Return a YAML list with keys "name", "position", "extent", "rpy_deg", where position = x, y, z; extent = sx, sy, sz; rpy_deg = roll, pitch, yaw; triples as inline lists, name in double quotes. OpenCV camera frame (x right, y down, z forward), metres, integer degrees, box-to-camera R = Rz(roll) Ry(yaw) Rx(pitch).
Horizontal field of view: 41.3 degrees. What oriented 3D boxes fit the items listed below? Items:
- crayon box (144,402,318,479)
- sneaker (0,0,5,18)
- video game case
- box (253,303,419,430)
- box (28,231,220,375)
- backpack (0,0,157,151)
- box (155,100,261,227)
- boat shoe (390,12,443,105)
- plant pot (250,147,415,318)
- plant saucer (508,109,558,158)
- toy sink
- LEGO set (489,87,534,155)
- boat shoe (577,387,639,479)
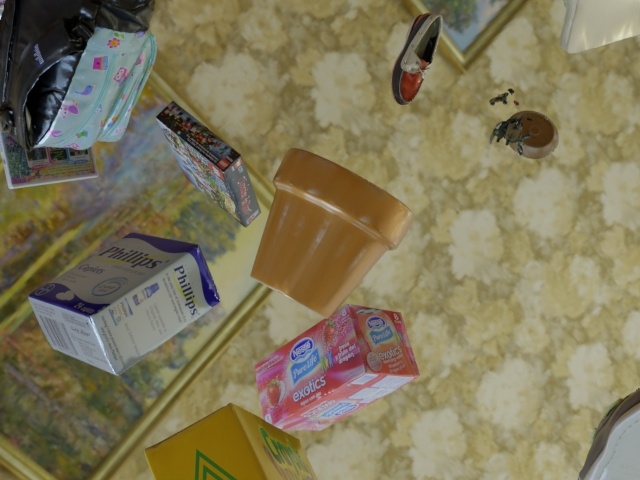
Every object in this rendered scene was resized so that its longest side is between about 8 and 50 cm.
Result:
- name: "crayon box"
  position: [-0.026, 0.354, 0.897]
  extent: [0.106, 0.313, 0.363]
  rpy_deg: [-27, 160, -1]
- name: "sneaker"
  position: [-0.511, -0.260, 1.036]
  extent: [0.282, 0.161, 0.102]
  rpy_deg: [-23, -173, 17]
- name: "video game case"
  position: [-0.454, -0.166, 1.409]
  extent: [0.157, 0.143, 0.019]
  rpy_deg: [-14, -176, -43]
- name: "box"
  position: [0.025, 0.255, 1.656]
  extent: [0.300, 0.154, 0.142]
  rpy_deg: [-38, -126, 38]
- name: "box"
  position: [-0.196, 0.058, 0.855]
  extent: [0.126, 0.072, 0.137]
  rpy_deg: [9, -145, 44]
- name: "backpack"
  position: [-0.218, -0.162, 0.748]
  extent: [0.152, 0.115, 0.182]
  rpy_deg: [52, -52, 33]
- name: "box"
  position: [-0.188, -0.126, 1.467]
  extent: [0.044, 0.159, 0.233]
  rpy_deg: [-46, 162, -13]
- name: "boat shoe"
  position: [0.139, -0.258, 1.210]
  extent: [0.043, 0.049, 0.137]
  rpy_deg: [18, -90, 54]
- name: "plant pot"
  position: [0.000, 0.000, 1.205]
  extent: [0.187, 0.205, 0.205]
  rpy_deg: [-61, -159, -3]
- name: "plant saucer"
  position: [0.317, -0.161, 1.269]
  extent: [0.083, 0.083, 0.015]
  rpy_deg: [-51, 171, -20]
- name: "toy sink"
  position: [0.344, -0.380, 1.072]
  extent: [0.153, 0.234, 0.131]
  rpy_deg: [-20, -136, -23]
- name: "LEGO set"
  position: [0.211, -0.134, 0.957]
  extent: [0.054, 0.083, 0.023]
  rpy_deg: [-15, -150, -14]
- name: "boat shoe"
  position: [0.382, 0.214, 0.973]
  extent: [0.324, 0.117, 0.096]
  rpy_deg: [97, 10, -50]
